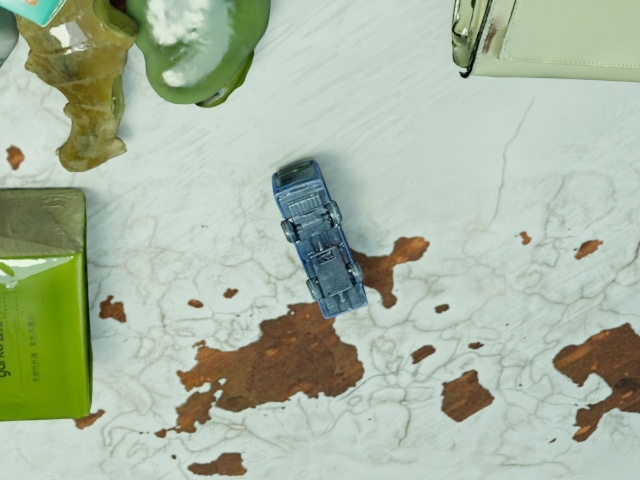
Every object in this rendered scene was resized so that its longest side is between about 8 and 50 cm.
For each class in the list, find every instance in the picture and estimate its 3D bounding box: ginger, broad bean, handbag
[{"bbox_3d":[-0.285,-0.177,1.253,0.131,0.086,0.294,-6,143,-18],"label":"ginger"},{"bbox_3d":[-0.139,-0.262,1.241,0.169,0.100,0.228,-10,122,-4],"label":"broad bean"},{"bbox_3d":[0.352,-0.299,1.265,0.359,0.160,0.236,1,130,-10],"label":"handbag"}]

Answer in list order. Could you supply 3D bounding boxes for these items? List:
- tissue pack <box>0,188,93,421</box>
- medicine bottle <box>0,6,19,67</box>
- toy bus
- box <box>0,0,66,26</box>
[{"bbox_3d":[-0.402,0.088,1.394,0.200,0.167,0.274,0,124,-10],"label":"tissue pack"},{"bbox_3d":[-0.478,-0.170,1.207,0.157,0.157,0.288,31,114,-27],"label":"medicine bottle"},{"bbox_3d":[-0.003,0.000,1.448,0.079,0.094,0.236,-23,127,-2],"label":"toy bus"},{"bbox_3d":[-0.385,-0.360,1.064,0.311,0.205,0.118,24,115,-25],"label":"box"}]
